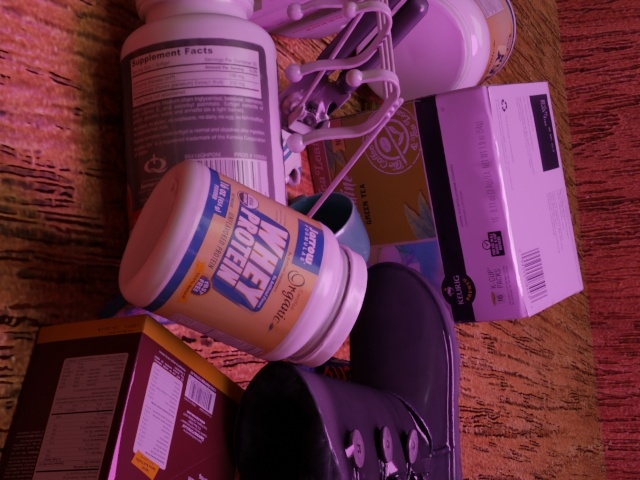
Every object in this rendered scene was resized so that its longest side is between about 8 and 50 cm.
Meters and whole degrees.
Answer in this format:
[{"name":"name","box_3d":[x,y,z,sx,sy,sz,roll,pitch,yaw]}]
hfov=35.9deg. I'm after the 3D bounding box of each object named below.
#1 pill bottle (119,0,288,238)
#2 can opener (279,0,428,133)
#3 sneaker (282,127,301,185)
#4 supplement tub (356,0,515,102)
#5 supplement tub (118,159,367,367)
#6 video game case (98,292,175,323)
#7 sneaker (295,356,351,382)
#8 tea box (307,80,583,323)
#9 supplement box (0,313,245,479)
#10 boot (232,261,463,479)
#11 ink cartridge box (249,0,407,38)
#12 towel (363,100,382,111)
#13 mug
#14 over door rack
[{"name":"pill bottle","box_3d":[-0.131,-0.142,1.093,0.176,0.176,0.319,11,73,-62]},{"name":"can opener","box_3d":[0.035,-0.250,1.376,0.076,0.283,0.095,42,25,-9]},{"name":"sneaker","box_3d":[-0.068,-0.110,1.340,0.161,0.057,0.075,7,70,-65]},{"name":"supplement tub","box_3d":[0.208,-0.360,1.769,0.316,0.228,0.228,-39,117,-59]},{"name":"supplement tub","box_3d":[-0.072,0.027,0.929,0.199,0.144,0.144,26,54,-22]},{"name":"video game case","box_3d":[-0.147,0.053,1.075,0.015,0.119,0.166,59,21,19]},{"name":"sneaker","box_3d":[0.032,0.198,1.412,0.221,0.087,0.083,13,70,-62]},{"name":"tea box","box_3d":[0.186,-0.050,1.502,0.220,0.323,0.329,-15,95,-52]},{"name":"supplement box","box_3d":[-0.182,0.203,0.941,0.191,0.129,0.194,49,41,-48]},{"name":"boot","box_3d":[0.032,0.180,1.162,0.445,0.146,0.367,15,60,-61]},{"name":"ink cartridge box","box_3d":[-0.013,-0.373,1.357,0.353,0.207,0.119,-11,86,-64]},{"name":"towel","box_3d":[0.135,-0.179,1.807,0.237,0.021,0.102,14,76,-63]},{"name":"mug","box_3d":[0.007,0.002,1.373,0.097,0.129,0.158,65,31,-31]},{"name":"over door rack","box_3d":[0.000,-0.160,1.179,0.324,0.108,0.240,114,-19,-50]}]
